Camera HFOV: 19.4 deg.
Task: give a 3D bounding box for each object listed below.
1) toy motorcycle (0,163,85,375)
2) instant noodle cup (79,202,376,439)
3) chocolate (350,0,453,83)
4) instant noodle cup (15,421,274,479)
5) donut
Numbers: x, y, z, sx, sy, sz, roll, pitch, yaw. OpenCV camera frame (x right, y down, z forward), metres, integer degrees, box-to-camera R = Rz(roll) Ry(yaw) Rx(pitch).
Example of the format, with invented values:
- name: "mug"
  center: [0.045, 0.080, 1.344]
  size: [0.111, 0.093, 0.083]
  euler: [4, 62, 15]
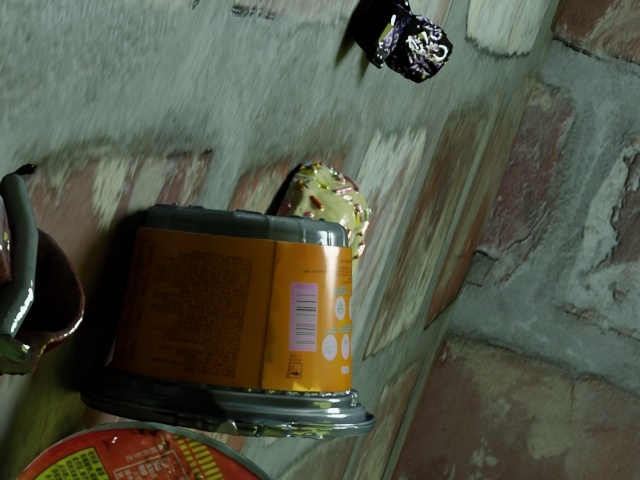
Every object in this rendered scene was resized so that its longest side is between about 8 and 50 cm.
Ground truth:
- name: "toy motorcycle"
  center: [-0.141, -0.009, 0.629]
  size: [0.213, 0.122, 0.082]
  euler: [98, -14, -50]
- name: "instant noodle cup"
  center: [-0.050, 0.043, 1.122]
  size: [0.208, 0.178, 0.125]
  euler: [-172, -93, -69]
- name: "chocolate"
  center: [0.068, -0.172, 1.546]
  size: [0.147, 0.070, 0.072]
  euler: [15, 68, -80]
- name: "instant noodle cup"
  center: [-0.121, 0.232, 1.022]
  size: [0.212, 0.193, 0.193]
  euler: [-55, -177, 46]
- name: "donut"
  center: [0.001, -0.005, 1.515]
  size: [0.166, 0.065, 0.108]
  euler: [72, 40, -74]
